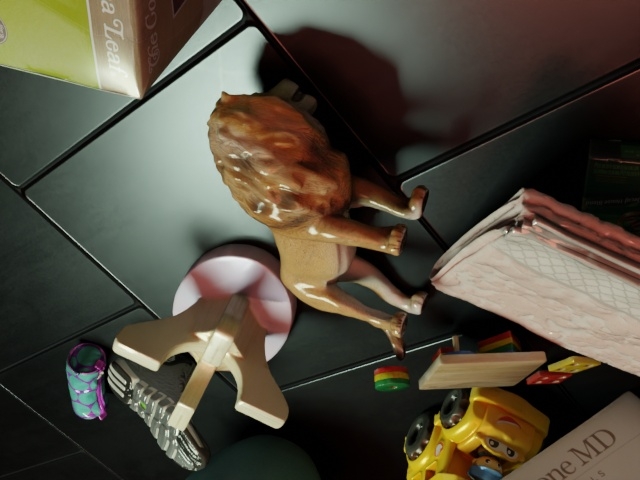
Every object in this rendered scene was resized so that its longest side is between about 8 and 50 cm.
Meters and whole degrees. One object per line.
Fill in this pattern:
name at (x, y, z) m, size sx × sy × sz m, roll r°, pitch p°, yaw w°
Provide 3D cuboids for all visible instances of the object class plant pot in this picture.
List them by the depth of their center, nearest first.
plant pot at (-0.102, 0.453, 1.336) m, size 0.290 × 0.195 × 0.290 m, roll 12°, pitch 132°, yaw 13°

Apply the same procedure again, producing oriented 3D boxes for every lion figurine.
lion figurine at (0.000, 0.000, 0.926) m, size 0.240 × 0.142 × 0.392 m, roll 15°, pitch 139°, yaw 18°

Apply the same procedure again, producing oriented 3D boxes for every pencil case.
pencil case at (-0.405, 0.249, 1.363) m, size 0.070 × 0.064 × 0.151 m, roll 29°, pitch 138°, yaw 17°

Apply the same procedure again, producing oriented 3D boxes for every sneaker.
sneaker at (-0.220, 0.249, 1.237) m, size 0.229 × 0.132 × 0.086 m, roll 42°, pitch 129°, yaw 22°

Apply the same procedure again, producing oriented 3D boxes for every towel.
towel at (0.304, 0.071, 0.834) m, size 0.332 × 0.053 × 0.317 m, roll 24°, pitch 166°, yaw 1°

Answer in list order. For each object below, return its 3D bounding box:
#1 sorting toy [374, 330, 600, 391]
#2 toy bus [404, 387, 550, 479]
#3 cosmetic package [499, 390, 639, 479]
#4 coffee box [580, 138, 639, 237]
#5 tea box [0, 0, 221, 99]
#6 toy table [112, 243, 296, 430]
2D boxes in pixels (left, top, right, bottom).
sorting toy at (0.211, 0.152, 1.002) m, size 0.275 × 0.046 × 0.132 m, roll -1°, pitch 156°, yaw -5°
toy bus at (0.206, 0.338, 1.104) m, size 0.149 × 0.211 × 0.220 m, roll 30°, pitch 133°, yaw -5°
cosmetic package at (0.402, 0.481, 0.955) m, size 0.394 × 0.329 × 0.327 m, roll 44°, pitch 156°, yaw 46°
coffee box at (0.337, -0.021, 0.838) m, size 0.113 × 0.040 × 0.184 m, roll 7°, pitch 133°, yaw 16°
tea box at (-0.257, -0.340, 0.651) m, size 0.324 × 0.220 × 0.329 m, roll 17°, pitch 135°, yaw 8°
toy table at (-0.144, 0.148, 1.101) m, size 0.252 × 0.160 × 0.274 m, roll 18°, pitch 134°, yaw 4°
